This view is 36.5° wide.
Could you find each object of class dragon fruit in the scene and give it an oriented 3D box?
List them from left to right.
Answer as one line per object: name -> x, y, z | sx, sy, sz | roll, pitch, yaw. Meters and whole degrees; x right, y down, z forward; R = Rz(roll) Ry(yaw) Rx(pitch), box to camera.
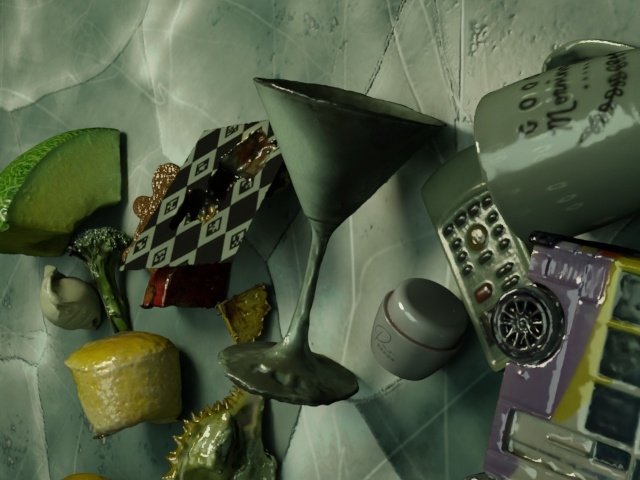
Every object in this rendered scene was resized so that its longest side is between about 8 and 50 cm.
dragon fruit -> -0.240, 0.058, 1.624 | 0.161, 0.120, 0.127 | -2, 79, 49

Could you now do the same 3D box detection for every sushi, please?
sushi -> -0.153, -0.058, 1.528 | 0.294, 0.059, 0.292 | -1, 54, 47

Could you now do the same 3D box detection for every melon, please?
melon -> -0.545, -0.060, 1.882 | 0.343, 0.226, 0.331 | -16, 35, 44

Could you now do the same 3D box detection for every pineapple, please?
pineapple -> -0.139, 0.113, 1.553 | 0.114, 0.077, 0.114 | 13, 91, 58

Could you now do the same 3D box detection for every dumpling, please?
dumpling -> -0.482, 0.099, 1.832 | 0.100, 0.169, 0.134 | -40, 63, 19

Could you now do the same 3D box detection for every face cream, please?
face cream -> 0.126, 0.115, 1.256 | 0.117, 0.117, 0.104 | 53, 130, 34

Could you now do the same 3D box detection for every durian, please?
durian -> -0.149, 0.365, 1.486 | 0.166, 0.172, 0.306 | -2, 75, 20

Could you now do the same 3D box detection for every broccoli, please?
broccoli -> -0.394, 0.072, 1.799 | 0.122, 0.118, 0.204 | -13, 92, 13

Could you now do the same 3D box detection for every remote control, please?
remote control -> 0.215, 0.018, 1.232 | 0.123, 0.038, 0.285 | -37, 61, 37

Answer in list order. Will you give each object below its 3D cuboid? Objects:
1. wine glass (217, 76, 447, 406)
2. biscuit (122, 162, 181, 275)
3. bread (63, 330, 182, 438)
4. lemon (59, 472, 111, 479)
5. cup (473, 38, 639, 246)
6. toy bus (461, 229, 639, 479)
wine glass -> 0.000, 0.000, 1.315 | 0.267, 0.267, 0.406 | 24, 108, 43
biscuit -> -0.281, -0.037, 1.726 | 0.138, 0.031, 0.205 | 15, 94, 32
bread -> -0.329, 0.240, 1.652 | 0.197, 0.197, 0.170 | -16, 81, 43
lemon -> -0.428, 0.514, 1.715 | 0.244, 0.187, 0.187 | -52, 53, 18
cup -> 0.318, -0.142, 1.076 | 0.234, 0.186, 0.258 | -20, 44, 33
toy bus -> 0.305, 0.231, 1.005 | 0.249, 0.209, 0.440 | 16, 96, 43
